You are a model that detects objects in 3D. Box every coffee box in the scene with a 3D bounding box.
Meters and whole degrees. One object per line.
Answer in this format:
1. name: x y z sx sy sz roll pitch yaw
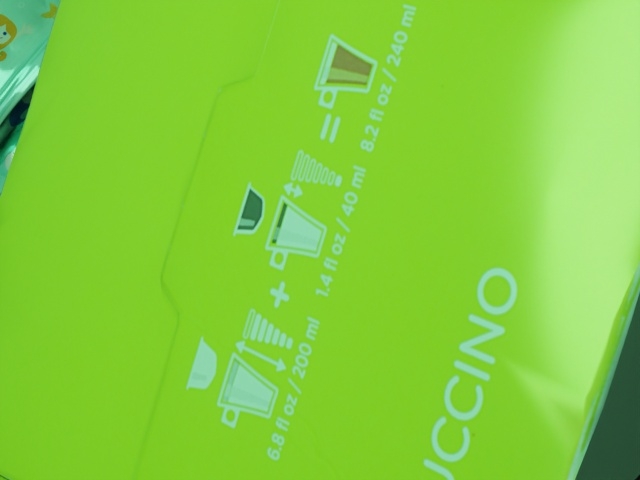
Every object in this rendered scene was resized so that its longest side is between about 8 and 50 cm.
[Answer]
1. coffee box: 0.085 0.013 0.716 0.338 0.334 0.338 23 98 42

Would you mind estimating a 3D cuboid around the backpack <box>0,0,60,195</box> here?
1. backpack: -0.206 -0.077 1.002 0.191 0.225 0.254 34 107 6
